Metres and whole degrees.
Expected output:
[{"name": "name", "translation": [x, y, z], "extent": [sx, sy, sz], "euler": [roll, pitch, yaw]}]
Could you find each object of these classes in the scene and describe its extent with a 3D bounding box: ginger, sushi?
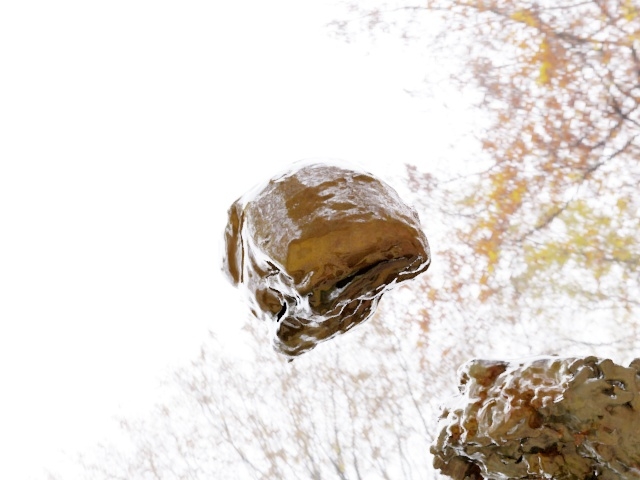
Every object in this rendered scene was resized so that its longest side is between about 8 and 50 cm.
[{"name": "ginger", "translation": [0.004, -0.001, 1.028], "extent": [0.200, 0.269, 0.223], "euler": [-18, -111, -27]}, {"name": "sushi", "translation": [0.370, 0.318, 1.250], "extent": [0.417, 0.417, 0.176], "euler": [50, -129, -23]}]
